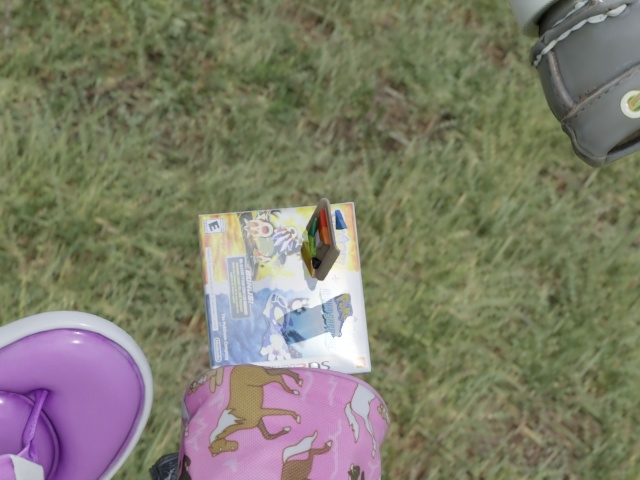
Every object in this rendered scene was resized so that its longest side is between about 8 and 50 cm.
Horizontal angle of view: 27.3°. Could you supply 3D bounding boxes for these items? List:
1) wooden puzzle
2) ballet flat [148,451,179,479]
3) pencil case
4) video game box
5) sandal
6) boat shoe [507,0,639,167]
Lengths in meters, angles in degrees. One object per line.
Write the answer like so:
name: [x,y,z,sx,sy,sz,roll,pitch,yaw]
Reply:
wooden puzzle: [0.000,0.000,1.468,0.014,0.116,0.078,0,50,-22]
ballet flat: [-0.133,0.267,1.300,0.049,0.173,0.057,-18,52,-12]
pencil case: [-0.032,0.271,0.883,0.160,0.167,0.386,9,62,-14]
video game box: [-0.043,0.064,1.545,0.187,0.048,0.205,-5,83,-8]
sandal: [-0.282,0.216,1.022,0.169,0.416,0.102,37,23,-32]
boat shoe: [0.238,-0.110,0.578,0.305,0.109,0.091,-15,79,-5]
